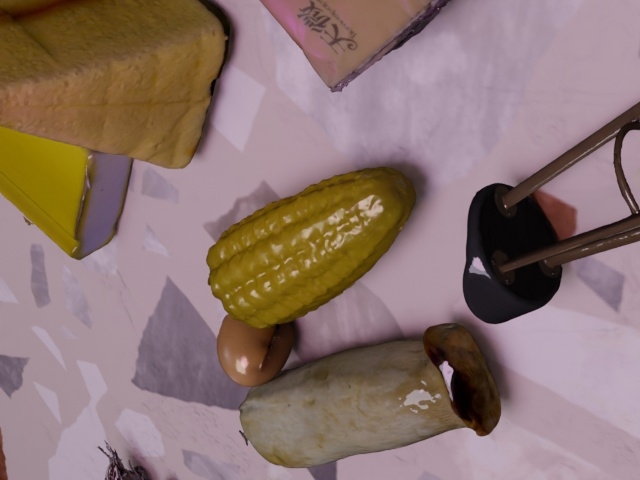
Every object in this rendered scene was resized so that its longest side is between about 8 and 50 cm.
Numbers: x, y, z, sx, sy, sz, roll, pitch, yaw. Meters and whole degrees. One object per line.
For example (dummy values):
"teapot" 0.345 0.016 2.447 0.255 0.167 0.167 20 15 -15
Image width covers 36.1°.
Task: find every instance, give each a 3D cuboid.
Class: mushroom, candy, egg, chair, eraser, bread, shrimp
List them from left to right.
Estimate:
"eraser" -0.294 -0.101 1.013 0.226 0.069 0.158 39 133 18
"bread" -0.229 -0.130 0.796 0.167 0.264 0.163 44 135 21
"shrimp" -0.238 0.317 1.233 0.057 0.065 0.165 -9 107 11
"egg" -0.063 0.099 0.918 0.071 0.083 0.071 13 142 11
"candy" 0.000 0.000 0.788 0.199 0.106 0.094 -30 75 44
"mushroom" 0.031 0.146 0.865 0.312 0.081 0.100 -25 91 49
"chair" 0.178 -0.025 0.623 0.221 0.104 0.095 -33 65 43

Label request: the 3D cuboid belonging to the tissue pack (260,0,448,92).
"tissue pack" 0.011 -0.254 0.604 0.256 0.123 0.215 49 136 -4
